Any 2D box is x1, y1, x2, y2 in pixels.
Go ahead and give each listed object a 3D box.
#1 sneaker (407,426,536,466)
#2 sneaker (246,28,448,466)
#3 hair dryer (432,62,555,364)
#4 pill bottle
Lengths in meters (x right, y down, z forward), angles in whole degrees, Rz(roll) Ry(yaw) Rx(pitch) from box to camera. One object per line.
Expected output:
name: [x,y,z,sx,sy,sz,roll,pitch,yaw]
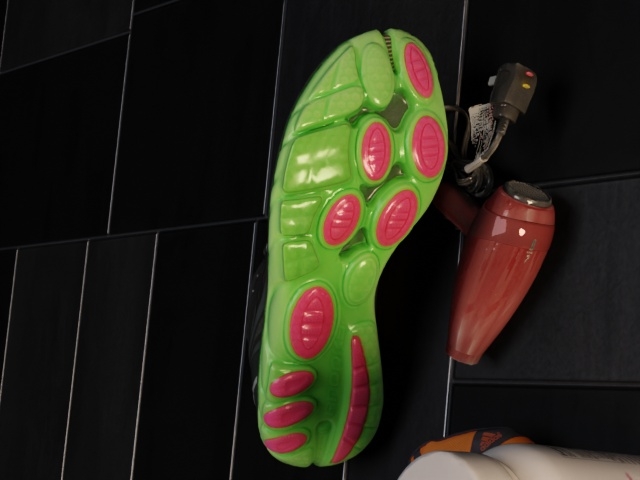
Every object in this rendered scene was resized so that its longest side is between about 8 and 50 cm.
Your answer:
sneaker: [0.125,0.316,1.638,0.321,0.125,0.180,-52,38,19]
sneaker: [0.000,0.000,1.801,0.202,0.185,0.482,-130,51,-63]
hair dryer: [0.167,-0.019,1.713,0.223,0.080,0.293,145,133,-66]
pill bottle: [0.201,0.250,1.380,0.160,0.283,0.160,-19,66,52]
